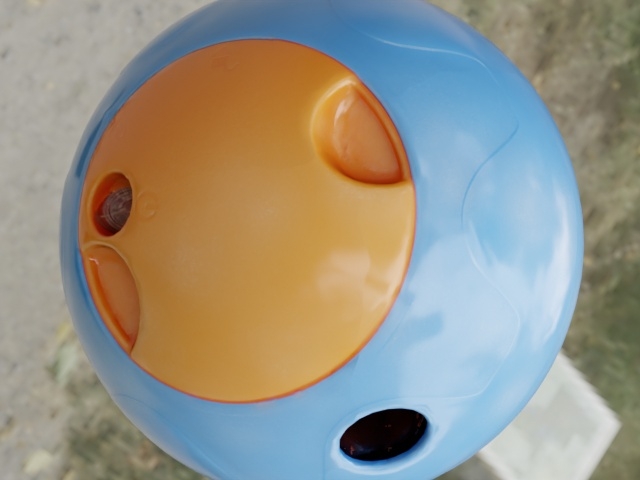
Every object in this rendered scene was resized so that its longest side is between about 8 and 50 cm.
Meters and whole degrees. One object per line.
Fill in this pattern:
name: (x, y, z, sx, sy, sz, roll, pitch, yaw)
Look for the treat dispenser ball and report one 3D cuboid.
treat dispenser ball: (0.000, 0.000, 0.964, 0.288, 0.288, 0.288, -51, 163, -23)
